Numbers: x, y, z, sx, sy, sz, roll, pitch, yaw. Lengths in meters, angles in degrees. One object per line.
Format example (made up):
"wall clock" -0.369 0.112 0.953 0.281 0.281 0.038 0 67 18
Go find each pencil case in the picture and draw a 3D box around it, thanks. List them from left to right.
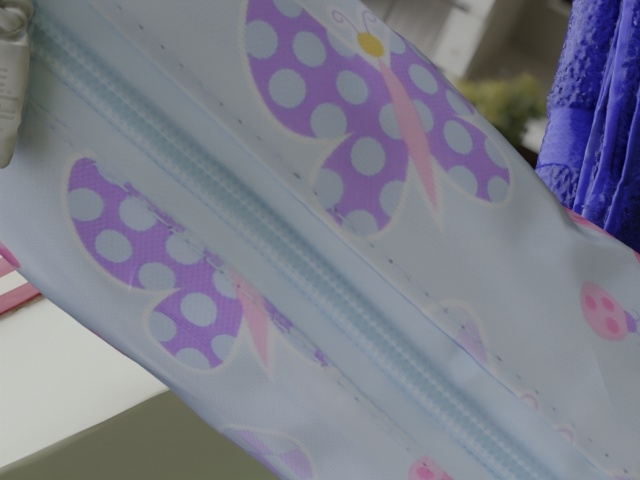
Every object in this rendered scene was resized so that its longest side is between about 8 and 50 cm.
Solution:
"pencil case" 0.000 0.000 0.428 0.113 0.273 0.124 -51 14 -9

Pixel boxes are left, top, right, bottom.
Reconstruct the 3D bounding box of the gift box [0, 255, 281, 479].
"gift box" -0.053 0.073 0.773 0.258 0.255 0.276 -27 -45 0

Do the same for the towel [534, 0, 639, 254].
"towel" 0.240 -0.011 1.098 0.076 0.228 0.308 148 140 -67
